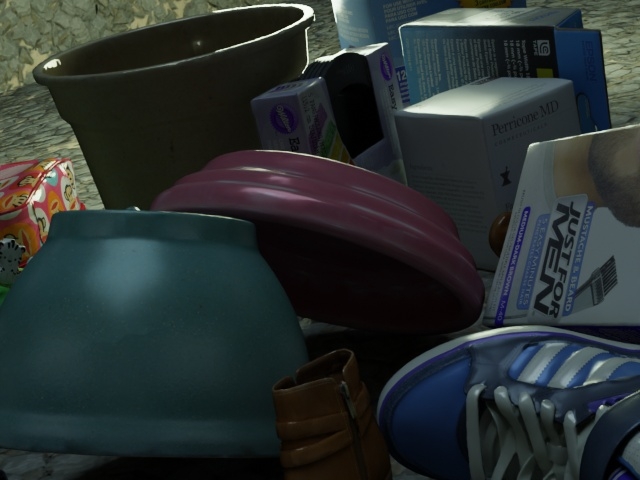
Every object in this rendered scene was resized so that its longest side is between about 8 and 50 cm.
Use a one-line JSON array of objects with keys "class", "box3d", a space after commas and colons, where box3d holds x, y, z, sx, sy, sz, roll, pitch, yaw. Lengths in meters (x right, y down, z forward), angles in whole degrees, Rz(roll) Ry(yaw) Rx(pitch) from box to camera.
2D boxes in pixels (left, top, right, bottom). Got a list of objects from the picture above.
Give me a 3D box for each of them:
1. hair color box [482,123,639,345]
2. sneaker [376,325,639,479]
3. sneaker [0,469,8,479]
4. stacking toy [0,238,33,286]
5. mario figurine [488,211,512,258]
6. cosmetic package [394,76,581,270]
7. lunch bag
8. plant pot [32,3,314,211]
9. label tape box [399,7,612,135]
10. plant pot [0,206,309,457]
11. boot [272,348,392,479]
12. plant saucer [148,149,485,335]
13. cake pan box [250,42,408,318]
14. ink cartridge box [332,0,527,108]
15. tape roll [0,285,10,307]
[{"class": "hair color box", "box3d": [0.285, 0.000, 1.298, 0.110, 0.185, 0.339, 21, -12, -25]}, {"class": "sneaker", "box3d": [0.186, 0.152, 1.105, 0.323, 0.130, 0.236, -2, 13, 11]}, {"class": "sneaker", "box3d": [-0.209, 0.210, 1.146, 0.226, 0.163, 0.086, -13, 15, -10]}, {"class": "stacking toy", "box3d": [-0.363, 0.033, 1.859, 0.167, 0.052, 0.221, 4, -7, 42]}, {"class": "mario figurine", "box3d": [0.307, -0.038, 1.546, 0.170, 0.198, 0.320, 16, -7, -34]}, {"class": "cosmetic package", "box3d": [0.201, -0.080, 1.758, 0.151, 0.183, 0.151, -24, 21, -33]}, {"class": "lunch bag", "box3d": [-0.485, -0.023, 2.148, 0.258, 0.120, 0.293, -9, 18, 11]}, {"class": "plant pot", "box3d": [-0.143, -0.092, 1.821, 0.334, 0.305, 0.334, -10, 17, 3]}, {"class": "label tape box", "box3d": [0.258, -0.156, 1.871, 0.106, 0.240, 0.334, -22, 20, -36]}, {"class": "plant pot", "box3d": [-0.145, 0.075, 1.293, 0.293, 0.196, 0.293, 2, -3, 0]}, {"class": "boot", "box3d": [-0.012, 0.179, 1.120, 0.073, 0.152, 0.197, -3, 19, 27]}, {"class": "plant saucer", "box3d": [0.000, 0.000, 1.472, 0.332, 0.084, 0.332, 14, -17, 4]}, {"class": "cake pan box", "box3d": [0.029, -0.077, 1.728, 0.070, 0.267, 0.246, -6, 15, 28]}, {"class": "ink cartridge box", "box3d": [0.163, -0.356, 2.308, 0.270, 0.395, 0.151, -19, 18, -20]}, {"class": "tape roll", "box3d": [-0.478, 0.141, 1.692, 0.321, 0.077, 0.321, -10, 17, 3]}]
